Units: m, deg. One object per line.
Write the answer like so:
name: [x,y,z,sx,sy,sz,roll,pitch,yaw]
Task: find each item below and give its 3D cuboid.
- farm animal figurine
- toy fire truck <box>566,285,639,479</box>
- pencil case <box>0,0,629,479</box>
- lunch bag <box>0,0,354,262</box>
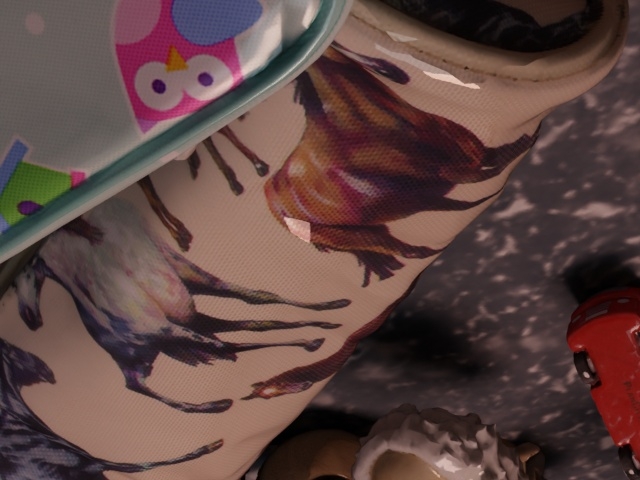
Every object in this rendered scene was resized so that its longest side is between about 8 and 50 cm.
farm animal figurine: [0.079,0.216,0.945,0.327,0.172,0.330,32,138,-26]
toy fire truck: [0.206,0.102,0.849,0.047,0.135,0.192,-22,103,21]
pencil case: [-0.049,-0.009,0.597,0.184,0.160,0.410,-2,147,-33]
lunch bag: [-0.111,-0.131,0.365,0.224,0.108,0.279,-29,105,23]
